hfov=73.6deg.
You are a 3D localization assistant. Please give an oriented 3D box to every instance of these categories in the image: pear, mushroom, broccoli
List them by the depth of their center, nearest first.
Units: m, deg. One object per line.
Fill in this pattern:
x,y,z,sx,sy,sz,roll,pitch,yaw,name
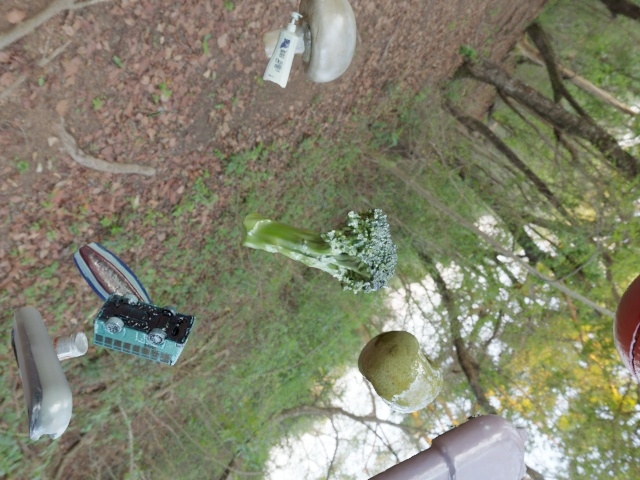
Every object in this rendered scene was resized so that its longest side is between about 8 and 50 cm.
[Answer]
0.162,0.267,0.873,0.137,0.167,0.167,-37,171,-3,pear
-0.029,-0.470,0.987,0.215,0.207,0.207,-11,165,-6,mushroom
0.016,0.022,1.160,0.353,0.397,0.274,56,38,-41,broccoli

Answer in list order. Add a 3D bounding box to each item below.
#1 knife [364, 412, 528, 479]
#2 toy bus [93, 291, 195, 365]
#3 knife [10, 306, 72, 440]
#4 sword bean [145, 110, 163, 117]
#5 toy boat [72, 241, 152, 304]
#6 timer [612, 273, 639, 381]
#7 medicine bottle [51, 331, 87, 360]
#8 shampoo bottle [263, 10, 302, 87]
-0.013,0.211,0.274,0.399,0.038,0.132,-16,115,-21,knife
-0.322,0.166,0.788,0.079,0.160,0.091,-84,-165,-55,toy bus
-0.375,0.165,0.558,0.041,0.266,0.073,11,100,-42,knife
-0.434,-0.331,1.120,0.083,0.012,0.012,4,-148,41,sword bean
-0.412,0.101,0.883,0.080,0.229,0.046,-41,-173,-24,toy boat
0.885,0.201,0.984,0.378,0.378,0.279,-48,-156,6,timer
-0.608,0.253,1.013,0.089,0.057,0.057,-13,170,0,medicine bottle
-0.073,-0.385,0.859,0.034,0.049,0.141,-13,130,-54,shampoo bottle
